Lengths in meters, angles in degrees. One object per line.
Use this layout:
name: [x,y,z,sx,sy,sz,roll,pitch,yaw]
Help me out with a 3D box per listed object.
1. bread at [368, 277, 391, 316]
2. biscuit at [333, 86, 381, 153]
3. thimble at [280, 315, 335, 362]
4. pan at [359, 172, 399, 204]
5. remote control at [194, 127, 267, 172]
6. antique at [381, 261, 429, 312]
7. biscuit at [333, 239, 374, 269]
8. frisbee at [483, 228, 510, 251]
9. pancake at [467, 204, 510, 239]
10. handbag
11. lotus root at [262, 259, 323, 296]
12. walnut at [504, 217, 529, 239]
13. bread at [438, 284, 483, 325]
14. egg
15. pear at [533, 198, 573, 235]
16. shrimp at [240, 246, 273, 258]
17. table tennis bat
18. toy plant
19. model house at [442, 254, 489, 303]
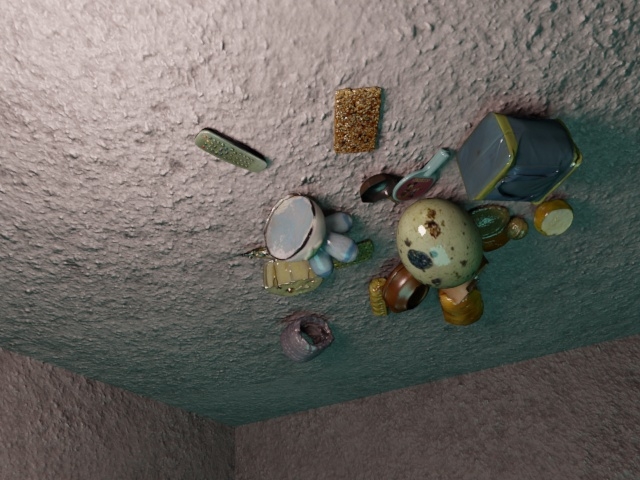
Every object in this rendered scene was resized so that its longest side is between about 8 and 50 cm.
bread: [0.270,0.253,2.213,0.098,0.087,0.269,-7,145,6]
biscuit: [0.101,-0.330,1.383,0.131,0.025,0.231,-6,146,-2]
thimble: [-0.061,0.472,2.371,0.236,0.205,0.172,19,137,-31]
pan: [0.190,-0.160,1.622,0.128,0.048,0.202,-21,155,2]
remote control: [-0.253,-0.256,1.414,0.222,0.042,0.072,22,136,-34]
antique: [0.365,0.196,2.067,0.223,0.129,0.278,-20,140,-35]
biscuit: [0.128,0.061,1.970,0.203,0.016,0.144,-18,144,17]
frisbee: [0.671,0.003,1.963,0.192,0.035,0.192,-4,145,-3]
pancake: [0.613,-0.063,1.849,0.199,0.021,0.199,-1,139,-1]
handbag: [0.563,-0.237,1.431,0.241,0.222,0.263,1,147,-19]
lotus root: [-0.106,0.141,1.956,0.234,0.119,0.138,-9,146,1]
walnut: [0.746,-0.044,1.870,0.092,0.092,0.092,-5,146,-3]
bread: [0.653,0.292,2.281,0.195,0.149,0.344,-16,145,14]
egg: [0.407,0.011,1.703,0.287,0.288,0.379,-25,143,25]
pear: [0.840,-0.091,1.798,0.141,0.104,0.141,-6,123,-10]
shrimp: [-0.165,0.002,1.812,0.261,0.051,0.198,-3,139,-11]
table tennis bat: [0.327,-0.206,1.580,0.152,0.040,0.244,-3,147,-38]
toy plant: [0.000,0.000,1.688,0.247,0.247,0.332,-31,142,32]
model house: [0.583,0.124,2.010,0.172,0.166,0.183,-26,152,-43]
